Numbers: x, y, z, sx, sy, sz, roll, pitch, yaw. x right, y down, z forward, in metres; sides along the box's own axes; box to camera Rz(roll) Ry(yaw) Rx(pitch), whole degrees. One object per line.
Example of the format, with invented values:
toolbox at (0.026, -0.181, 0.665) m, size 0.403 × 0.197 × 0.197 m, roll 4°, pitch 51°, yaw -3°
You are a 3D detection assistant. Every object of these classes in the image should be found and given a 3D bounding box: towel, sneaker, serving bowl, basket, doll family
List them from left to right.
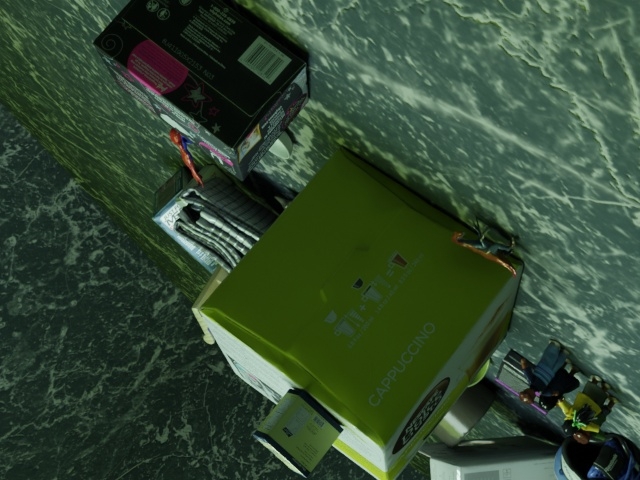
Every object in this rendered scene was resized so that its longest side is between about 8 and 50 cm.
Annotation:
towel at (-0.156, -0.002, 1.876) m, size 0.283 × 0.121 × 0.235 m, roll 33°, pitch -169°, yaw -1°
serving bowl at (-0.076, -0.172, 1.540) m, size 0.083 × 0.027 × 0.083 m, roll 37°, pitch 166°, yaw 10°
basket at (0.235, 0.304, 1.978) m, size 0.227 × 0.154 × 0.204 m, roll 42°, pitch 179°, yaw 6°
doll family at (0.389, 0.249, 1.487) m, size 0.193 × 0.111 × 0.076 m, roll 39°, pitch 166°, yaw 4°
sneaker at (0.548, 0.450, 1.673) m, size 0.315 × 0.127 × 0.182 m, roll 33°, pitch 167°, yaw 31°

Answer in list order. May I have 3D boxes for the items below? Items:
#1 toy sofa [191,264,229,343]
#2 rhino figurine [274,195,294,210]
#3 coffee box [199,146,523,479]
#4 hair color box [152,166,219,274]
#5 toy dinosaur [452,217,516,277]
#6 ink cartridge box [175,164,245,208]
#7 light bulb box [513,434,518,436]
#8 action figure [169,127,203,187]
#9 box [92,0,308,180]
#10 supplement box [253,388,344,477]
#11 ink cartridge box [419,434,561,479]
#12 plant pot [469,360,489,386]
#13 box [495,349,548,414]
toy sofa at (-0.079, 0.169, 2.035) m, size 0.362 × 0.150 × 0.177 m, roll 3°, pitch 134°, yaw 27°
rhino figurine at (0.000, 0.000, 1.789) m, size 0.243 × 0.073 × 0.106 m, roll 42°, pitch 163°, yaw -3°
coffee box at (0.070, 0.130, 1.460) m, size 0.338 × 0.338 × 0.334 m, roll 35°, pitch 164°, yaw 18°
hair color box at (-0.238, 0.001, 2.209) m, size 0.347 × 0.105 × 0.174 m, roll 46°, pitch -171°, yaw -21°
toy dinosaur at (0.221, 0.009, 1.263) m, size 0.082 × 0.090 × 0.047 m, roll -7°, pitch 171°, yaw 3°
ink cartridge box at (-0.223, -0.077, 2.036) m, size 0.150 × 0.109 × 0.063 m, roll 44°, pitch 166°, yaw -17°
light bulb box at (0.497, 0.700, 2.088) m, size 0.358 × 0.361 × 0.225 m, roll 26°, pitch 161°, yaw 42°
action figure at (-0.183, -0.165, 1.696) m, size 0.280 × 0.091 × 0.139 m, roll 20°, pitch 147°, yaw 53°
box at (-0.157, -0.231, 1.293) m, size 0.247 × 0.163 × 0.142 m, roll 38°, pitch 169°, yaw 8°
supplement box at (-0.031, 0.262, 1.280) m, size 0.083 × 0.083 × 0.056 m, roll 44°, pitch 163°, yaw -12°
ink cartridge box at (0.365, 0.464, 1.946) m, size 0.296 × 0.066 × 0.261 m, roll -1°, pitch 176°, yaw -17°
plant pot at (0.272, 0.228, 1.814) m, size 0.083 × 0.083 × 0.079 m, roll 51°, pitch 175°, yaw -38°
box at (0.382, 0.263, 1.719) m, size 0.116 × 0.029 × 0.162 m, roll 34°, pitch 166°, yaw 17°
